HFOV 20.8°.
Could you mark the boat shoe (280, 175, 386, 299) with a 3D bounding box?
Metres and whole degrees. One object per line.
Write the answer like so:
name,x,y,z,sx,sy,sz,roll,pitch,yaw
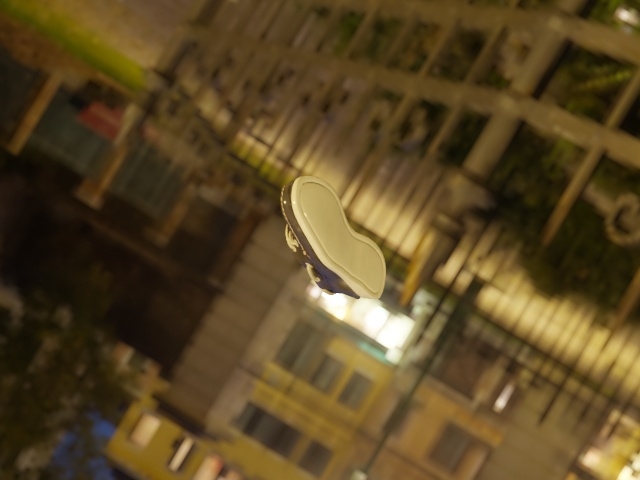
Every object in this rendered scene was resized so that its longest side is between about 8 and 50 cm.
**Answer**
boat shoe,0.000,0.000,1.040,0.038,0.046,0.125,-2,157,25
